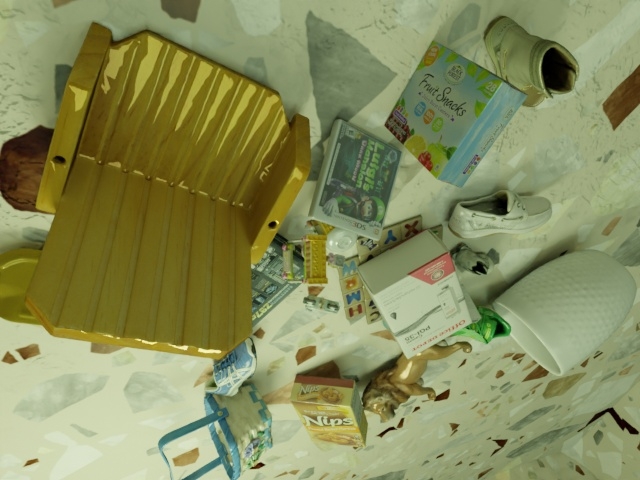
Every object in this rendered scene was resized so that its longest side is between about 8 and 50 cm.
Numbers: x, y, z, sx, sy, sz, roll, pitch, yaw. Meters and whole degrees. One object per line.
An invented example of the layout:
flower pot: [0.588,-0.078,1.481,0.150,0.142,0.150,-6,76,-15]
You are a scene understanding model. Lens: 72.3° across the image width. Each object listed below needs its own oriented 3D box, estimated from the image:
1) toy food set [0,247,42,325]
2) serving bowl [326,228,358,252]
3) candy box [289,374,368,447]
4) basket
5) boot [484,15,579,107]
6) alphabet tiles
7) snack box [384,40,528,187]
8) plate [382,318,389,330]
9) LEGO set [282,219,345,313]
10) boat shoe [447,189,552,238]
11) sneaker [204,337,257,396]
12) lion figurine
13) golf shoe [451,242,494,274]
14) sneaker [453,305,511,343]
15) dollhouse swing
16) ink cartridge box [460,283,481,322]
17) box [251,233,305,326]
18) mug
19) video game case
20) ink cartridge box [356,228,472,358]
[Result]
toy food set: [-0.472,0.087,0.790,0.218,0.071,0.128,15,84,-22]
serving bowl: [0.049,-0.003,0.992,0.083,0.027,0.083,-13,133,-15]
candy box: [0.035,0.534,1.357,0.183,0.087,0.316,0,137,16]
basket: [-0.277,0.538,1.188,0.289,0.201,0.254,-18,135,-23]
boot: [0.396,-0.297,0.799,0.077,0.165,0.213,-41,131,14]
alphabet tiles: [0.188,0.090,1.148,0.285,0.011,0.342,-20,134,-8]
snack box: [0.218,-0.221,0.755,0.070,0.207,0.174,11,124,-32]
plate: [0.268,0.207,1.261,0.188,0.024,0.188,-12,131,-14]
LEGO set: [0.000,0.000,0.885,0.132,0.107,0.287,29,68,-31]
boat shoe: [0.450,-0.075,1.063,0.277,0.098,0.096,-12,133,-13]
sneaker: [-0.227,0.329,1.116,0.081,0.080,0.211,11,122,-35]
lion figurine: [0.298,0.403,1.405,0.240,0.142,0.392,17,106,-26]
golf shoe: [0.429,0.073,1.192,0.176,0.086,0.069,19,117,-37]
sneaker: [0.452,0.241,1.302,0.295,0.123,0.109,6,97,-29]
dollhouse swing: [-0.194,-0.062,0.619,0.347,0.305,0.315,18,120,-28]
ink cartridge box: [0.405,0.182,1.259,0.063,0.115,0.029,-1,141,-24]
box: [-0.151,0.086,0.954,0.233,0.059,0.183,-43,132,13]
mug: [0.743,0.201,1.350,0.328,0.276,0.374,-38,164,0]
video game case: [0.073,-0.111,0.847,0.173,0.022,0.190,17,87,-35]
ink cartridge box: [0.246,0.141,1.110,0.207,0.117,0.283,-30,127,1]
